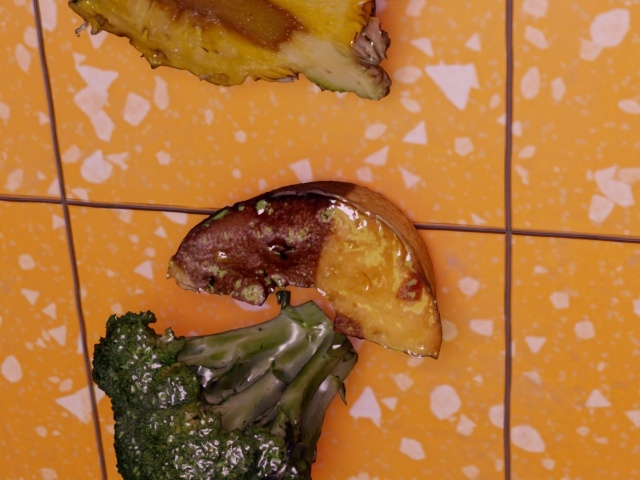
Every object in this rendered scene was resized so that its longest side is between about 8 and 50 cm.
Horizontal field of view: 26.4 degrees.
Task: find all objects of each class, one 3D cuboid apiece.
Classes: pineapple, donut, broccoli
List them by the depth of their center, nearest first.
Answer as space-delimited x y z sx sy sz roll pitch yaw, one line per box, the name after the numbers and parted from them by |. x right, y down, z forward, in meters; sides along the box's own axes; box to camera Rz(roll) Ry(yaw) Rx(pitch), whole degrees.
-0.030 -0.276 1.267 0.286 0.209 0.344 28 152 -31 | pineapple
0.000 0.000 1.397 0.295 0.112 0.151 14 115 9 | donut
-0.091 0.184 1.441 0.283 0.321 0.304 -43 80 -6 | broccoli
